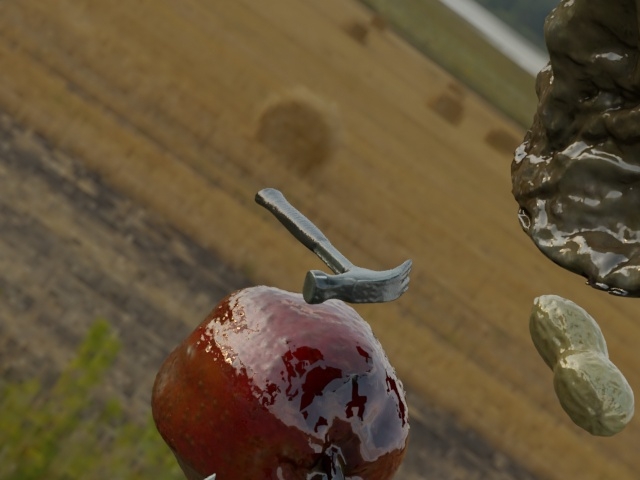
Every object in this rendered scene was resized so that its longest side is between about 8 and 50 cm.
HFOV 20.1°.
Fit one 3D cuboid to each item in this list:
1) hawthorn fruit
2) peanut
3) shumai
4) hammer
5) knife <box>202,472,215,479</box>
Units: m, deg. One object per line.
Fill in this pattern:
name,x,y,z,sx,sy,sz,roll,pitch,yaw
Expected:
hawthorn fruit,-0.032,0.190,1.803,0.254,0.254,0.300,31,18,-31
peanut,0.287,0.135,2.006,0.082,0.082,0.187,28,33,-44
shumai,0.289,-0.109,1.385,0.217,0.283,0.346,-7,16,-29
hammer,0.000,0.000,1.581,0.103,0.029,0.246,0,20,-21
knife,-0.157,0.280,1.635,0.026,0.184,0.022,47,-2,-4
